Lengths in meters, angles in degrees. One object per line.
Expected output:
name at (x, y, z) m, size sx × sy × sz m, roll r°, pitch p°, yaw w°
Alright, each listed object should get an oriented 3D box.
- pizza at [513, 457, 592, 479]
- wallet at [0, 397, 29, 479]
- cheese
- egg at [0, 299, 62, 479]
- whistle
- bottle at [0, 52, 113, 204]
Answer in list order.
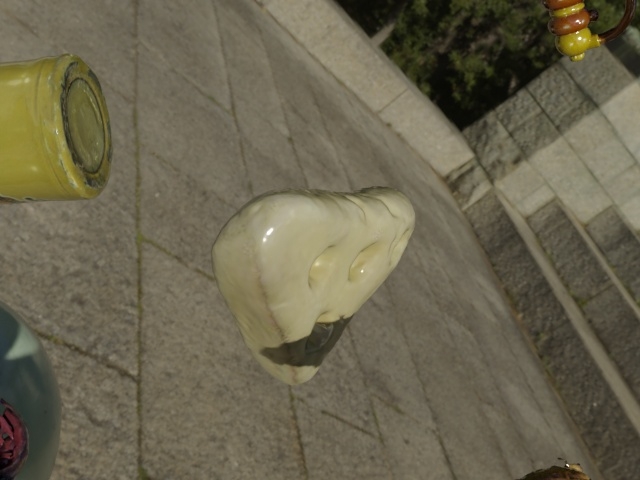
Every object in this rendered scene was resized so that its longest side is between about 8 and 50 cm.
pizza at (0.222, 0.242, 0.520) m, size 0.147 × 0.226 × 0.069 m, roll -25°, pitch 120°, yaw -57°
wallet at (-0.320, 0.106, 0.344) m, size 0.262 × 0.221 × 0.071 m, roll 38°, pitch 29°, yaw -40°
cheese at (0.000, 0.000, 0.987) m, size 0.129 × 0.351 × 0.328 m, roll 27°, pitch -21°, yaw 30°
egg at (-0.390, 0.202, 0.731) m, size 0.229 × 0.371 × 0.230 m, roll 10°, pitch 40°, yaw -8°
whistle at (0.182, -0.185, 0.498) m, size 0.046 × 0.057 × 0.109 m, roll -102°, pitch 166°, yaw -70°
bottle at (-0.444, -0.119, 0.844) m, size 0.171 × 0.351 × 0.172 m, roll -5°, pitch 90°, yaw -85°
